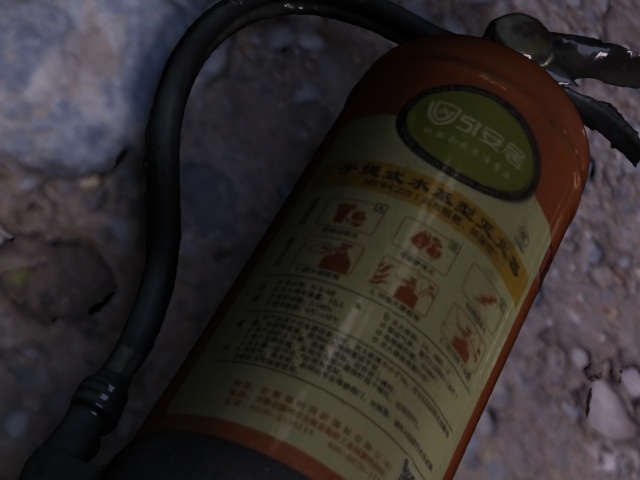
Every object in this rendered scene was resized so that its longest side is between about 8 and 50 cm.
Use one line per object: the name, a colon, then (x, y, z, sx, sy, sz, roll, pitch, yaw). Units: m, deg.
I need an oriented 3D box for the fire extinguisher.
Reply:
fire extinguisher: (0.007, -0.003, 0.569, 0.200, 0.113, 0.376, 39, 52, -8)
